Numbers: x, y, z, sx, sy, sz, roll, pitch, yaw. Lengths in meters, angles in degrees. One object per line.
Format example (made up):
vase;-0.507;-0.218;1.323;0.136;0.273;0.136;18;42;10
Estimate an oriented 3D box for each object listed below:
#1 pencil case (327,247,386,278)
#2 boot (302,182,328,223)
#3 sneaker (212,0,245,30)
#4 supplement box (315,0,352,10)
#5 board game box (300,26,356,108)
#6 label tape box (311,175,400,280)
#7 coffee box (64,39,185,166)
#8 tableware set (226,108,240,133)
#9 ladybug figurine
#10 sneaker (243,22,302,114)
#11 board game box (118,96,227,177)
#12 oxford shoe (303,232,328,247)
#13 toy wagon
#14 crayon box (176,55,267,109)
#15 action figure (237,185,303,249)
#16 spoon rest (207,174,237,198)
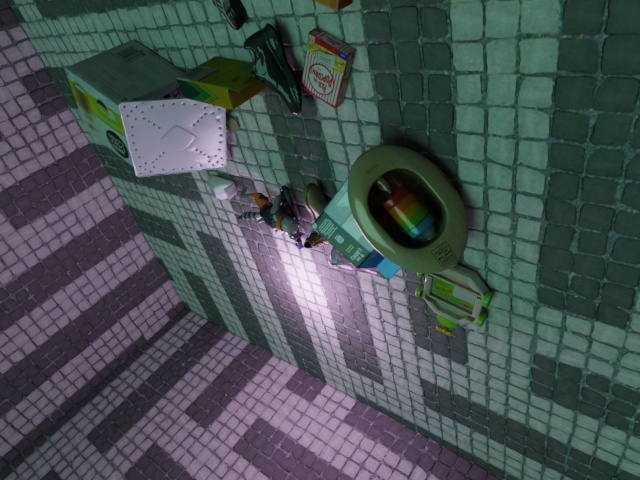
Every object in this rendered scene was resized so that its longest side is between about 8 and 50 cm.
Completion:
pencil case;0.166;0.079;1.823;0.284;0.124;0.124;9;133;42
boot;0.077;-0.104;1.762;0.269;0.089;0.236;20;150;34
sneaker;-0.310;-0.774;1.486;0.077;0.072;0.178;-1;118;63
supplement box;-0.022;-0.705;1.222;0.233;0.080;0.078;32;144;16
board game box;0.019;-0.526;1.397;0.146;0.045;0.194;36;146;15
label tape box;0.175;-0.036;1.610;0.347;0.115;0.249;43;120;7
coffee box;-0.807;-0.591;1.967;0.337;0.338;0.335;36;146;16
tableware set;-0.409;-0.513;1.907;0.168;0.020;0.141;-3;126;48
ladybug figurine;0.269;-0.092;1.416;0.449;0.305;0.162;52;-174;-4
sneaker;-0.149;-0.538;1.474;0.130;0.109;0.287;-22;108;9
board game box;-0.586;-0.432;1.866;0.390;0.389;0.050;104;152;-53
oxford shoe;0.000;0.000;1.963;0.076;0.076;0.212;54;144;-10
toy wagon;0.483;0.221;1.677;0.267;0.068;0.345;25;143;28
crayon box;-0.324;-0.555;1.599;0.318;0.202;0.081;23;141;32
action figure;-0.204;-0.078;2.018;0.330;0.178;0.342;23;140;46
spoon rest;-0.476;-0.255;2.225;0.276;0.084;0.137;18;138;56
